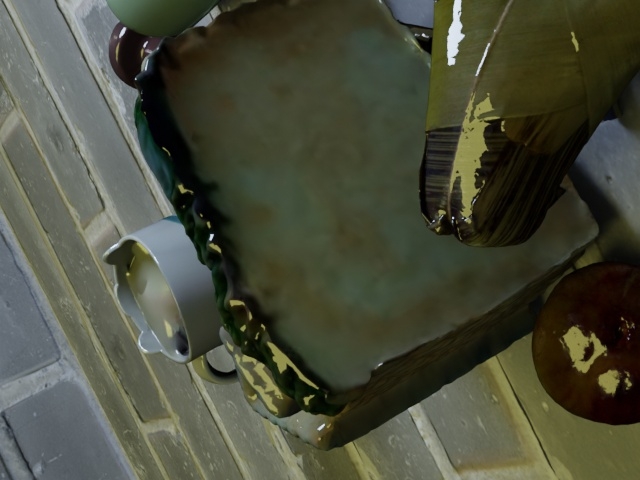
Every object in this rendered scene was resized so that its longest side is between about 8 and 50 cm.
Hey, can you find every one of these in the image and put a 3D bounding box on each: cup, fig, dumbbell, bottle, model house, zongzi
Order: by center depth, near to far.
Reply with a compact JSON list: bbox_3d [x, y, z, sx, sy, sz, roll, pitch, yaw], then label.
[{"bbox_3d":[0.240,-0.132,1.020,0.317,0.154,0.289,5,93,43],"label":"zongzi"},{"bbox_3d":[0.295,0.127,1.244,0.170,0.145,0.274,58,164,11],"label":"fig"},{"bbox_3d":[0.000,0.000,1.323,0.445,0.395,0.400,53,157,16],"label":"model house"},{"bbox_3d":[-0.175,-0.389,1.501,0.168,0.168,0.347,66,155,-5],"label":"bottle"},{"bbox_3d":[-0.209,-0.264,1.710,0.225,0.140,0.124,31,150,41],"label":"dumbbell"},{"bbox_3d":[-0.165,0.082,1.793,0.219,0.257,0.290,2,115,58],"label":"cup"}]

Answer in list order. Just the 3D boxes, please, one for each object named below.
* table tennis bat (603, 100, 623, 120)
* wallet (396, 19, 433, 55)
[{"bbox_3d":[0.268,-0.196,1.133,0.095,0.014,0.158,-8,105,58],"label":"table tennis bat"},{"bbox_3d":[0.122,-0.195,1.347,0.232,0.031,0.122,23,133,50],"label":"wallet"}]
